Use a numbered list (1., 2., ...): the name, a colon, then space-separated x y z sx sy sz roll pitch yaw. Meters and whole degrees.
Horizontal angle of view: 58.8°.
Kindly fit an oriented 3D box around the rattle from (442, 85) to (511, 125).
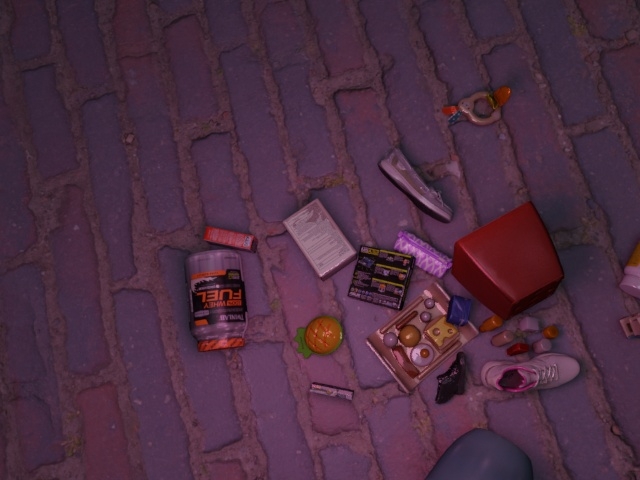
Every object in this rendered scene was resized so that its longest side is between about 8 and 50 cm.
1. rattle: 0.534 -0.465 1.958 0.200 0.143 0.130 3 97 0

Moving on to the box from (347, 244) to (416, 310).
1. box: 0.201 0.122 1.883 0.191 0.045 0.184 11 80 27

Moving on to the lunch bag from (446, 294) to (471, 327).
1. lunch bag: 0.439 0.227 1.796 0.065 0.067 0.098 13 73 3

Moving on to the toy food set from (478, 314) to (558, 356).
1. toy food set: 0.635 0.312 1.827 0.232 0.104 0.111 8 65 -11

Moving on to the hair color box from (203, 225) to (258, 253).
1. hair color box: -0.307 -0.001 1.961 0.167 0.093 0.053 13 80 7

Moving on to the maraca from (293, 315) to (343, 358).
1. maraca: -0.007 0.318 1.871 0.186 0.099 0.127 -25 67 25

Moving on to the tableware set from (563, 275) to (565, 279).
1. tableware set: 0.726 0.113 1.878 0.154 0.024 0.104 -1 79 5

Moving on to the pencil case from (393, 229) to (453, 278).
1. pencil case: 0.343 0.046 1.894 0.206 0.088 0.086 30 80 11

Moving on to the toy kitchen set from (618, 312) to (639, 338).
1. toy kitchen set: 1.061 0.263 1.744 0.207 0.166 0.122 -20 77 1

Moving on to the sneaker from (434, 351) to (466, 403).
1. sneaker: 0.413 0.438 1.817 0.089 0.051 0.170 2 97 0

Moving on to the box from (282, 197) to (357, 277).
1. box: 0.000 0.000 1.915 0.149 0.127 0.232 -34 78 -2

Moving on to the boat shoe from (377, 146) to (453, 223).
1. boat shoe: 0.335 -0.185 1.930 0.103 0.118 0.320 -45 72 0

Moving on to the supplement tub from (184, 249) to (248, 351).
1. supplement tub: -0.341 0.200 1.872 0.194 0.193 0.316 -9 79 3

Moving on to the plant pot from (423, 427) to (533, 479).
1. plant pot: 0.478 0.698 1.660 0.293 0.293 0.235 33 68 11

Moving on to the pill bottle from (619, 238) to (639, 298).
1. pill bottle: 1.047 0.076 1.808 0.119 0.119 0.208 31 83 10

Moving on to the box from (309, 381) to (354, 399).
1. box: 0.038 0.484 1.831 0.137 0.094 0.027 10 80 7

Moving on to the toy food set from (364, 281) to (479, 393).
1. toy food set: 0.327 0.311 1.839 0.306 0.092 0.219 -39 78 -3

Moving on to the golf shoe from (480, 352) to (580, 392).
1. golf shoe: 0.661 0.421 1.759 0.306 0.140 0.115 -10 87 3

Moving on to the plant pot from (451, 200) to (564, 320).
1. plant pot: 0.583 0.086 1.743 0.267 0.267 0.235 -28 64 -3
